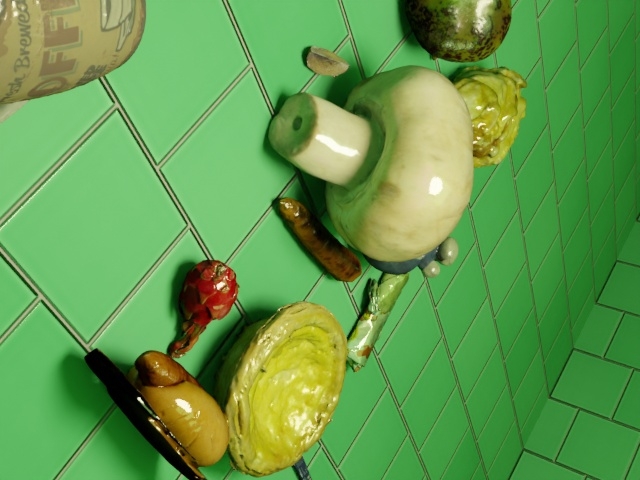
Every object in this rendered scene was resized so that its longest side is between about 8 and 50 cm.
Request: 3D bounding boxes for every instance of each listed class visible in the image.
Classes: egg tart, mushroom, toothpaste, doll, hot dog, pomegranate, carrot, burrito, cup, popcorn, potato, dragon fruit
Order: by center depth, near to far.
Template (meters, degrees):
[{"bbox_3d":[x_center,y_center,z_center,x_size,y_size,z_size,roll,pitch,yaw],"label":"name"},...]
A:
[{"bbox_3d":[-0.332,-0.216,0.845,0.301,0.227,0.257,-53,159,24],"label":"cup"},{"bbox_3d":[-0.214,0.256,1.222,0.107,0.194,0.326,-48,153,-24],"label":"hot dog"},{"bbox_3d":[-0.194,0.108,1.300,0.094,0.094,0.190,-7,132,-54],"label":"dragon fruit"},{"bbox_3d":[0.125,-0.142,1.418,0.353,0.325,0.353,-35,138,-38],"label":"mushroom"},{"bbox_3d":[0.003,-0.320,1.430,0.093,0.036,0.037,10,134,-39],"label":"potato"},{"bbox_3d":[-0.086,0.264,1.466,0.345,0.132,0.345,-27,125,-47],"label":"egg tart"},{"bbox_3d":[0.000,0.000,1.537,0.066,0.066,0.314,-63,145,-15],"label":"carrot"},{"bbox_3d":[0.292,-0.460,1.634,0.276,0.204,0.222,27,66,-60],"label":"pomegranate"},{"bbox_3d":[0.175,-0.023,1.710,0.258,0.154,0.228,1,70,-63],"label":"doll"},{"bbox_3d":[-0.040,0.497,1.743,0.037,0.021,0.140,-48,138,-32],"label":"toothpaste"},{"bbox_3d":[0.121,0.153,1.799,0.288,0.054,0.104,-60,143,-17],"label":"burrito"},{"bbox_3d":[0.365,-0.278,1.845,0.286,0.174,0.225,-34,128,-51],"label":"popcorn"}]
